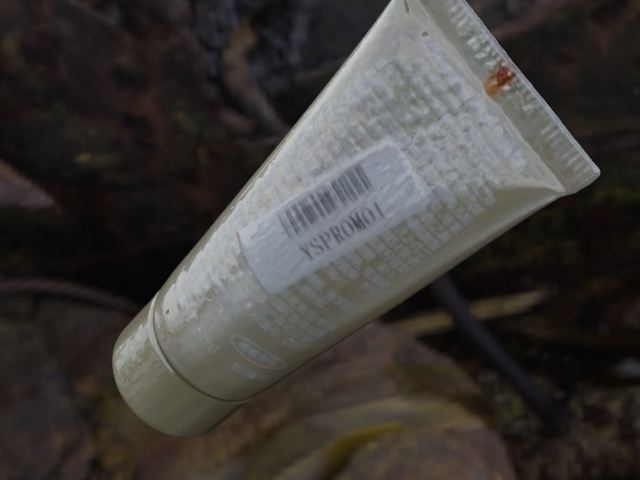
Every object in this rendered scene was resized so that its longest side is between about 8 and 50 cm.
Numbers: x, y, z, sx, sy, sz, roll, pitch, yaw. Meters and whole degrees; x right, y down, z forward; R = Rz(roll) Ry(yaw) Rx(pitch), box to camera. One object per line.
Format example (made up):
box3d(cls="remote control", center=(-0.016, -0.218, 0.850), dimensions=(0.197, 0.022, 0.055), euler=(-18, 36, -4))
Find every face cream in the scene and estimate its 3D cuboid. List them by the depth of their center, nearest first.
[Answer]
box3d(cls="face cream", center=(0.000, 0.000, 0.990), dimensions=(0.084, 0.137, 0.341), euler=(-30, -10, -47))
